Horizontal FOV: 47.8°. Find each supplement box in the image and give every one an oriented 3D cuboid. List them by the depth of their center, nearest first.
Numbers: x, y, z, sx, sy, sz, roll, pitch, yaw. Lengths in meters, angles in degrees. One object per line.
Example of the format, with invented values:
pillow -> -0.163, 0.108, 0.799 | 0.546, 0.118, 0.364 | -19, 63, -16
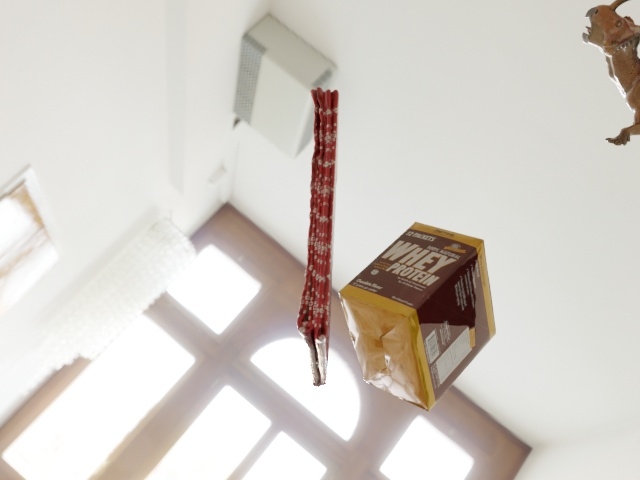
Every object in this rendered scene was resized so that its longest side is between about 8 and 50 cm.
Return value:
supplement box -> 0.156, 0.111, 1.109 | 0.129, 0.194, 0.191 | 18, -44, 41

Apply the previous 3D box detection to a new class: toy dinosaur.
toy dinosaur -> 0.532, -0.236, 1.068 | 0.296, 0.127, 0.200 | 11, -65, -1

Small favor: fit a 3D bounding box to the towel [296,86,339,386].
towel -> 0.000, 0.000, 0.772 | 0.031, 0.275, 0.199 | 2, -24, 2
